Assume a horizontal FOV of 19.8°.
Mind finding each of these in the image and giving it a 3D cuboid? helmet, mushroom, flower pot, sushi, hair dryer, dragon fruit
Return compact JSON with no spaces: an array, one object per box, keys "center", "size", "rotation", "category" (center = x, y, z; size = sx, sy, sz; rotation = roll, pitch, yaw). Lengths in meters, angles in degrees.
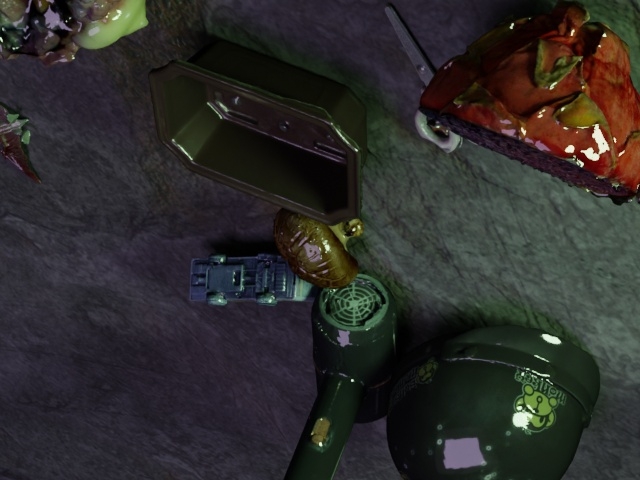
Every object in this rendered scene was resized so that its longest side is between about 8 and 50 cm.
[{"center":[0.191,0.224,2.100],"size":[0.231,0.160,0.279],"rotation":[29,142,-15],"category":"helmet"},{"center":[-0.004,0.007,2.086],"size":[0.109,0.085,0.126],"rotation":[6,151,34],"category":"mushroom"},{"center":[-0.052,-0.127,1.948],"size":[0.251,0.084,0.179],"rotation":[21,146,17],"category":"flower pot"},{"center":[-0.266,-0.291,1.832],"size":[0.236,0.171,0.270],"rotation":[45,142,-17],"category":"sushi"},{"center":[0.006,0.220,2.118],"size":[0.107,0.352,0.189],"rotation":[12,143,13],"category":"hair dryer"},{"center":[0.215,-0.138,1.663],"size":[0.224,0.148,0.218],"rotation":[22,179,1],"category":"dragon fruit"}]

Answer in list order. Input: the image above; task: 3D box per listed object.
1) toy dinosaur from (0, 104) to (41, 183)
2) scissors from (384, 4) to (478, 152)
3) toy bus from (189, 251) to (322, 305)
[{"center":[-0.407,-0.141,2.301],"size":[0.108,0.032,0.220],"rotation":[1,139,37],"category":"toy dinosaur"},{"center":[0.108,-0.161,1.825],"size":[0.100,0.015,0.189],"rotation":[-1,133,41],"category":"scissors"},{"center":[-0.079,0.049,2.219],"size":[0.190,0.064,0.075],"rotation":[-2,172,42],"category":"toy bus"}]
